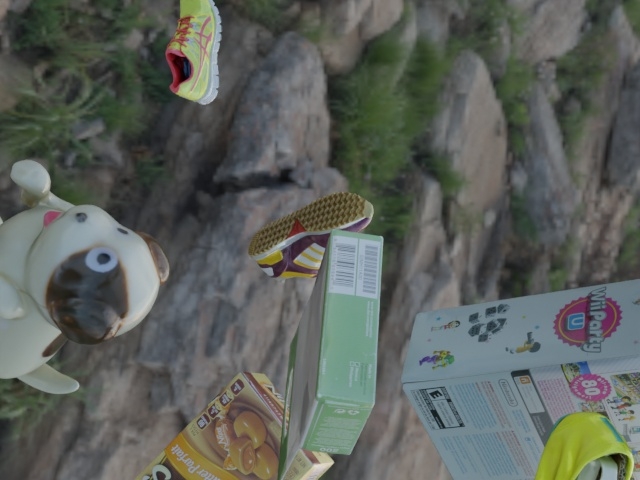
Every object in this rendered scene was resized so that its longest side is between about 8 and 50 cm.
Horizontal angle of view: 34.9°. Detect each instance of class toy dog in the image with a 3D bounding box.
[{"bbox_3d":[-0.442,0.078,1.605,0.284,0.408,0.395,-36,108,-53],"label":"toy dog"}]

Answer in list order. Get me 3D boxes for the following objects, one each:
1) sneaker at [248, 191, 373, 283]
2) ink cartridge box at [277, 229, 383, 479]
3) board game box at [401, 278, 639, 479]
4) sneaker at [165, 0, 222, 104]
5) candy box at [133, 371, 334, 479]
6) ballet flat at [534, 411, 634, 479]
[{"bbox_3d":[0.000,0.000,1.321,0.084,0.185,0.070,48,37,-34],"label":"sneaker"},{"bbox_3d":[0.006,0.123,0.970,0.235,0.056,0.171,106,-9,-56],"label":"ink cartridge box"},{"bbox_3d":[0.258,0.154,0.942,0.224,0.303,0.097,61,31,-33],"label":"board game box"},{"bbox_3d":[-0.232,-0.349,1.807,0.094,0.081,0.209,-2,87,-46],"label":"sneaker"},{"bbox_3d":[-0.155,0.371,1.537,0.316,0.183,0.087,-46,156,10],"label":"candy box"},{"bbox_3d":[0.181,0.244,0.776,0.077,0.077,0.231,15,95,-24],"label":"ballet flat"}]
